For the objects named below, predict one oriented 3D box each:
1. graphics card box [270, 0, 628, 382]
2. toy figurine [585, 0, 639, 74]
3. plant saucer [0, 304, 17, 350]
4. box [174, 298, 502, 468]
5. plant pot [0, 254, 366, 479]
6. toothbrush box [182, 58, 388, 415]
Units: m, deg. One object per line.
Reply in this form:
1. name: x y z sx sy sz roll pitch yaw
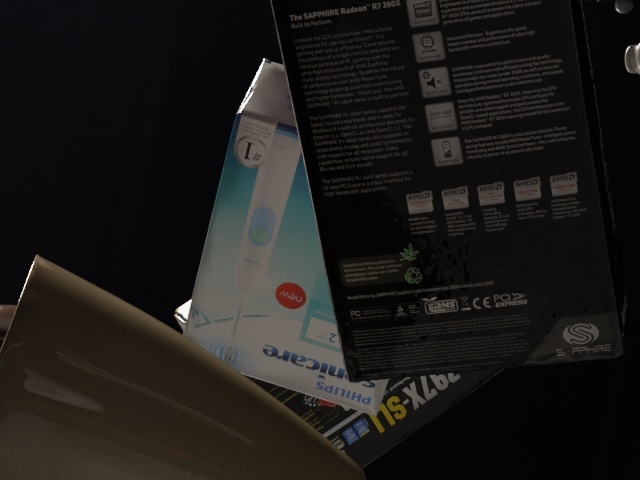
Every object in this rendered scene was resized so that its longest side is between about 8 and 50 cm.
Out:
1. graphics card box: 0.104 -0.078 1.468 0.233 0.371 0.094 -8 18 14
2. toy figurine: 0.445 -0.319 2.309 0.148 0.209 0.213 -6 -56 53
3. plant saucer: -0.339 0.212 1.899 0.310 0.310 0.050 12 -14 7
4. box: 0.040 0.099 2.074 0.257 0.322 0.079 58 -9 -17
5. plant pot: -0.117 0.177 1.318 0.274 0.256 0.256 21 -2 -7
6. toothbrush box: 0.000 0.000 1.853 0.216 0.295 0.126 18 34 2
